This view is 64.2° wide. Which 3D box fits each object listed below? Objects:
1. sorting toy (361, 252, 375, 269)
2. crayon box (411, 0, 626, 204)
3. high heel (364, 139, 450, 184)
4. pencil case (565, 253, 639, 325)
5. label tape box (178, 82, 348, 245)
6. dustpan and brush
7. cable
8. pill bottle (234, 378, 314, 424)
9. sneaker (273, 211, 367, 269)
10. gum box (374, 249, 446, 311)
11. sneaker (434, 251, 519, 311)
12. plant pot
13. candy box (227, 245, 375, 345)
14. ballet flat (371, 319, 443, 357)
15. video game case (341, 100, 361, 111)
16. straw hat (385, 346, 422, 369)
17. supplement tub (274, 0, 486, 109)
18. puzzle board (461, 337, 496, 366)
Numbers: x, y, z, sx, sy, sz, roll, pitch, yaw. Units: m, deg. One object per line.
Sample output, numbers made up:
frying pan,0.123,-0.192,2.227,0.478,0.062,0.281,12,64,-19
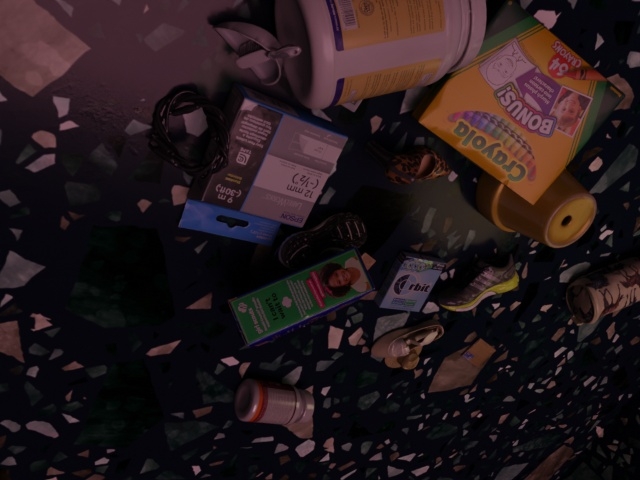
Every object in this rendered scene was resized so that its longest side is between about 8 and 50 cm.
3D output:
sorting toy,0.112,0.075,1.435,0.083,0.012,0.062,-48,133,7
crayon box,0.453,-0.312,1.192,0.363,0.106,0.313,32,105,-13
high heel,0.247,-0.161,1.225,0.261,0.186,0.093,8,118,-29
pencil case,1.097,0.173,1.866,0.411,0.160,0.183,-19,113,-13
label tape box,-0.132,-0.129,1.120,0.249,0.115,0.347,14,113,-32
dustpan and brush,-0.101,-0.342,0.928,0.147,0.211,0.060,42,62,-39
cable,-0.245,-0.206,1.000,0.150,0.185,0.047,-59,166,6
pill bottle,-0.135,0.487,1.529,0.221,0.121,0.121,20,112,-34
sneaker,0.000,0.000,1.290,0.272,0.108,0.100,-19,91,-29
gum box,0.267,0.124,1.522,0.157,0.041,0.184,11,116,-30
sneaker,0.483,0.122,1.595,0.300,0.111,0.121,-23,119,-17
plant pot,0.596,-0.109,1.391,0.254,0.239,0.253,-12,126,-17
candy box,-0.049,0.147,1.256,0.317,0.122,0.268,-25,171,-9
ballet flat,0.285,0.322,1.637,0.249,0.086,0.086,-22,128,-11
video game case,0.057,-0.400,1.082,0.183,0.023,0.201,22,112,-35
straw hat,0.294,0.396,1.706,0.145,0.061,0.144,-12,125,-17
supplement tub,0.104,-0.390,0.939,0.332,0.241,0.241,-16,127,-15
puzzle board,0.585,0.415,1.887,0.096,0.011,0.128,-46,128,11
